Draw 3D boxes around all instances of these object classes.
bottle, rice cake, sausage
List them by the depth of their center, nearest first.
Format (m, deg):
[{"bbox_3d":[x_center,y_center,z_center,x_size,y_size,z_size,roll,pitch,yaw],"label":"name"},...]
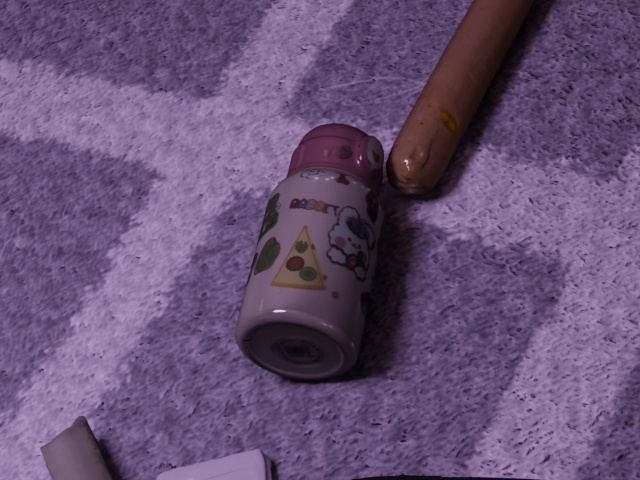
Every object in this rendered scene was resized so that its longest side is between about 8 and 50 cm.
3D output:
[{"bbox_3d":[-0.196,0.255,1.614,0.057,0.052,0.256,-41,40,4],"label":"rice cake"},{"bbox_3d":[0.000,0.000,1.700,0.120,0.120,0.253,-3,54,23],"label":"bottle"},{"bbox_3d":[0.147,-0.169,1.803,0.066,0.066,0.301,14,61,33],"label":"sausage"}]

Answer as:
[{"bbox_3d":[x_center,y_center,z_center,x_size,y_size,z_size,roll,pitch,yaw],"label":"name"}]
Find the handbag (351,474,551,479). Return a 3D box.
[{"bbox_3d":[0.117,0.299,1.432,0.275,0.088,0.244,1,58,25],"label":"handbag"}]

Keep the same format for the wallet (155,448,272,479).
[{"bbox_3d":[-0.097,0.274,1.586,0.124,0.032,0.183,-15,49,13],"label":"wallet"}]
